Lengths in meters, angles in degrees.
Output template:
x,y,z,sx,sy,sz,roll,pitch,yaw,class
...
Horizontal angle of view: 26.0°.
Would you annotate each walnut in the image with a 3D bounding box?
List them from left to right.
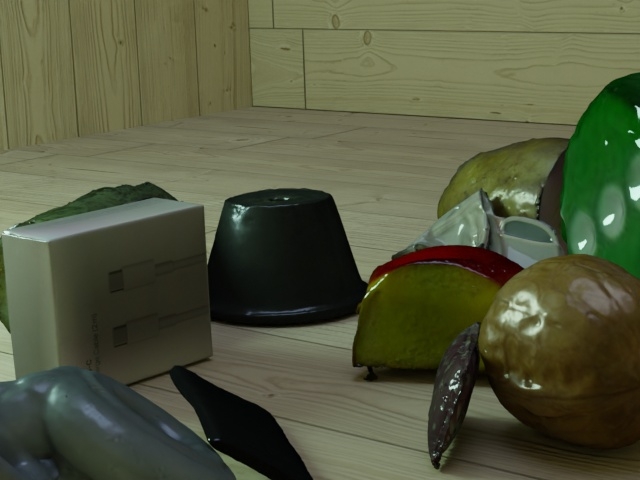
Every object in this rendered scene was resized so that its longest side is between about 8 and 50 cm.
x,y,z,sx,sy,sz,roll,pitch,yaw,class
0.270,0.114,1.419,0.195,0.195,0.221,-8,16,-26,walnut

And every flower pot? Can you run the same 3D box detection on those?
x,y,z,sx,sy,sz,roll,pitch,yaw,class
-0.058,0.014,2.013,0.269,0.166,0.269,-3,14,1,flower pot

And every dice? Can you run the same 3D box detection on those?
x,y,z,sx,sy,sz,roll,pitch,yaw,class
0.492,-0.043,1.776,0.287,0.300,0.297,-4,24,-20,dice

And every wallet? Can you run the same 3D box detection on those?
x,y,z,sx,sy,sz,roll,pitch,yaw,class
-0.081,0.187,1.395,0.124,0.025,0.244,31,3,-18,wallet

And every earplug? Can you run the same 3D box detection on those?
x,y,z,sx,sy,sz,roll,pitch,yaw,class
-0.232,0.199,1.226,0.325,0.175,0.214,4,6,-17,earplug

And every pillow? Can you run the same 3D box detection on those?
x,y,z,sx,sy,sz,roll,pitch,yaw,class
0.137,0.156,1.445,0.043,0.118,0.185,19,12,7,pillow

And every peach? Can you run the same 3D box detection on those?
x,y,z,sx,sy,sz,roll,pitch,yaw,class
0.181,0.082,1.681,0.267,0.154,0.159,1,11,18,peach

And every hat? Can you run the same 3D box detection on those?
x,y,z,sx,sy,sz,roll,pitch,yaw,class
0.235,0.042,2.036,0.226,0.164,0.219,43,44,13,hat

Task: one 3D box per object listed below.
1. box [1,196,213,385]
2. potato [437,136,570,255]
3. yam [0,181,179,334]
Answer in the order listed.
x,y,z,sx,sy,sz,roll,pitch,yaw,class
-0.256,0.068,1.693,0.106,0.203,0.251,11,17,42,box
0.304,-0.061,2.225,0.266,0.229,0.229,6,14,41,potato
-0.305,0.030,1.921,0.195,0.195,0.300,3,15,21,yam
